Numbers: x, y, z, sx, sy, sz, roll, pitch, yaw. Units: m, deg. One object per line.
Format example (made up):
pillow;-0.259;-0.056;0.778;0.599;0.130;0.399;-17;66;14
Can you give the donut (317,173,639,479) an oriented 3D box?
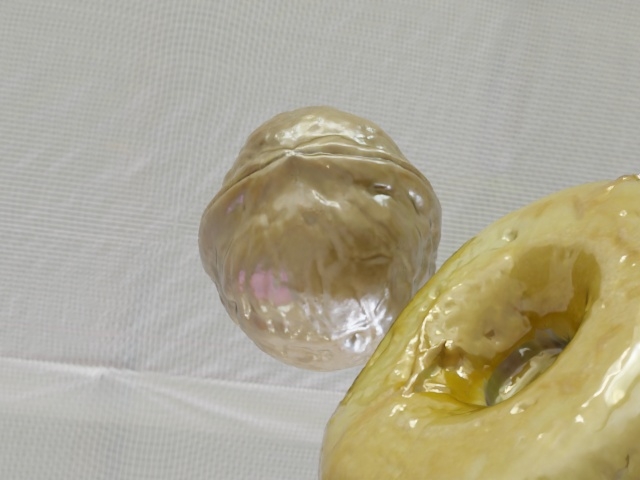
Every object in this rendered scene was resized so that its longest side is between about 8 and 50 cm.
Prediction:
donut;0.190;0.130;0.770;0.449;0.449;0.198;-43;-71;-5

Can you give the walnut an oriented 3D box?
walnut;0.002;0.000;1.094;0.252;0.313;0.277;18;-117;20
